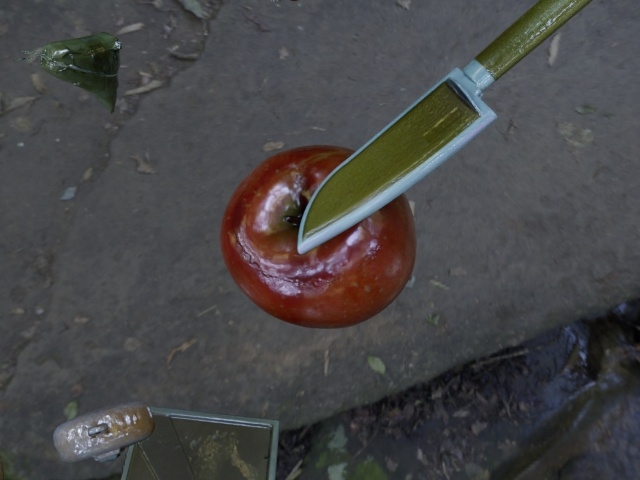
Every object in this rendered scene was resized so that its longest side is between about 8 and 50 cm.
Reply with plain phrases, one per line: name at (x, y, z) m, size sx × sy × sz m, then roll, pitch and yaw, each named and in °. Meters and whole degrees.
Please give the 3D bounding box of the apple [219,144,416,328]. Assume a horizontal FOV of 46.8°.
apple at (0.000, 0.000, 0.700) m, size 0.181 × 0.168 × 0.181 m, roll -3°, pitch 67°, yaw 8°

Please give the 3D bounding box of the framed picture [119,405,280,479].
framed picture at (-0.168, 0.352, 0.980) m, size 0.211 × 0.289 × 0.020 m, roll 8°, pitch 132°, yaw -5°

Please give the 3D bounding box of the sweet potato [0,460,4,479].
sweet potato at (-0.257, 0.253, 0.564) m, size 0.060 × 0.068 × 0.205 m, roll 15°, pitch 110°, yaw 17°

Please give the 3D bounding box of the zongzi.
zongzi at (-0.354, -0.223, 1.054) m, size 0.062 × 0.154 × 0.130 m, roll 35°, pitch 131°, yaw 25°

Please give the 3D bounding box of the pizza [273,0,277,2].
pizza at (-0.017, -0.330, 0.903) m, size 0.100 × 0.029 × 0.099 m, roll -15°, pitch 54°, yaw 1°

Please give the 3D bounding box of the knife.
knife at (0.107, -0.107, 0.566) m, size 0.343 × 0.027 × 0.061 m, roll -39°, pitch 53°, yaw 10°

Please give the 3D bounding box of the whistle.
whistle at (-0.243, 0.222, 0.851) m, size 0.107 × 0.220 × 0.057 m, roll -16°, pitch 81°, yaw -14°
